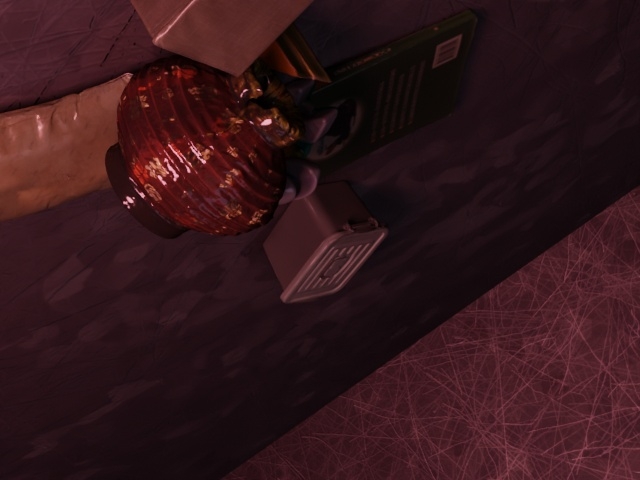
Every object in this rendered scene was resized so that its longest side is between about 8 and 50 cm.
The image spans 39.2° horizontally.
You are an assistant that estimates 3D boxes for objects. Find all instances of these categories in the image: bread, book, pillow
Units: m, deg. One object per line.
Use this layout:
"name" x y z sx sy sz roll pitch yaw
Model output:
"bread" -0.061 -0.229 1.152 0.074 0.139 0.084 -4 144 -52
"book" 0.082 -0.223 1.488 0.370 0.043 0.260 -26 155 -16
"pillow" -0.357 -0.103 1.114 0.302 0.075 0.185 -21 146 -27

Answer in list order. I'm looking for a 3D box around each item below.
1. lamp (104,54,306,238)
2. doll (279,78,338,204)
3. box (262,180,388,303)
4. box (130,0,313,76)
"lamp" -0.135 -0.116 1.087 0.247 0.247 0.247 -27 158 -12
"doll" -0.080 -0.124 1.284 0.153 0.195 0.258 -51 168 -43
"box" 0.000 0.000 1.724 0.163 0.135 0.243 -11 151 -39
"box" -0.082 -0.314 0.932 0.231 0.149 0.155 -41 156 23
